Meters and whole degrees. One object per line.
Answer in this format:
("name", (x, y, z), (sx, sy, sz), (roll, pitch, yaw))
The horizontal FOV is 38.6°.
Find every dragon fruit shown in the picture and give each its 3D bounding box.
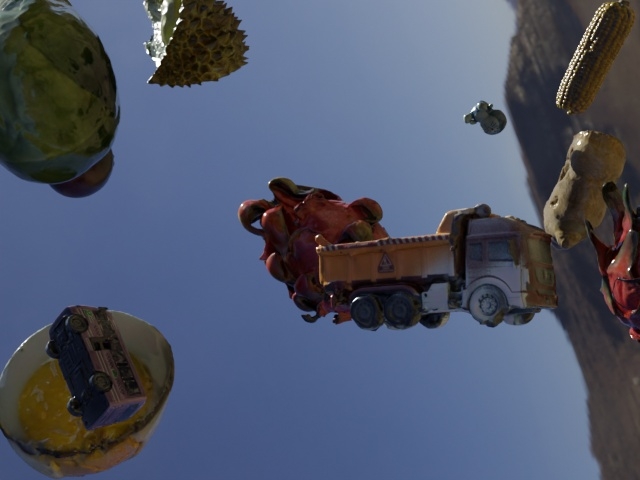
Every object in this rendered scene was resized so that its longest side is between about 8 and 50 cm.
("dragon fruit", (0.483, 0.034, 1.277), (0.274, 0.192, 0.193), (59, -160, -33))
("dragon fruit", (0.003, 0.010, 1.666), (0.307, 0.227, 0.243), (16, -151, -19))

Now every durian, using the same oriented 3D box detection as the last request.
("durian", (-0.222, -0.356, 1.564), (0.172, 0.166, 0.306), (40, -165, -43))

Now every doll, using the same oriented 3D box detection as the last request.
("doll", (0.359, -0.263, 1.948), (0.083, 0.076, 0.050), (40, -124, -5))

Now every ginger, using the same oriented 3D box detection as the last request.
("ginger", (0.552, -0.101, 1.934), (0.354, 0.126, 0.190), (94, -160, -47))

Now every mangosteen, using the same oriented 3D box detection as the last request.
("mangosteen", (-0.536, -0.177, 1.927), (0.200, 0.200, 0.200), (57, -159, -36))

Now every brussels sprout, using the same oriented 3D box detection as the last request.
("brussels sprout", (-0.389, -0.222, 1.268), (0.219, 0.210, 0.271), (49, -157, -66))

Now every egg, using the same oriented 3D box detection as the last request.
("egg", (-0.435, 0.309, 1.737), (0.201, 0.337, 0.337), (93, 173, -50))

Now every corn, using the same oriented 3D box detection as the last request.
("corn", (0.462, -0.309, 1.540), (0.068, 0.207, 0.068), (23, -163, -8))

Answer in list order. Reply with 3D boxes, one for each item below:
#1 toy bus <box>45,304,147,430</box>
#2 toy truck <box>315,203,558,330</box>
("toy bus", (-0.372, 0.206, 1.523), (0.108, 0.096, 0.199), (0, -126, -48))
("toy truck", (0.133, 0.036, 1.065), (0.114, 0.270, 0.135), (8, -101, -57))
